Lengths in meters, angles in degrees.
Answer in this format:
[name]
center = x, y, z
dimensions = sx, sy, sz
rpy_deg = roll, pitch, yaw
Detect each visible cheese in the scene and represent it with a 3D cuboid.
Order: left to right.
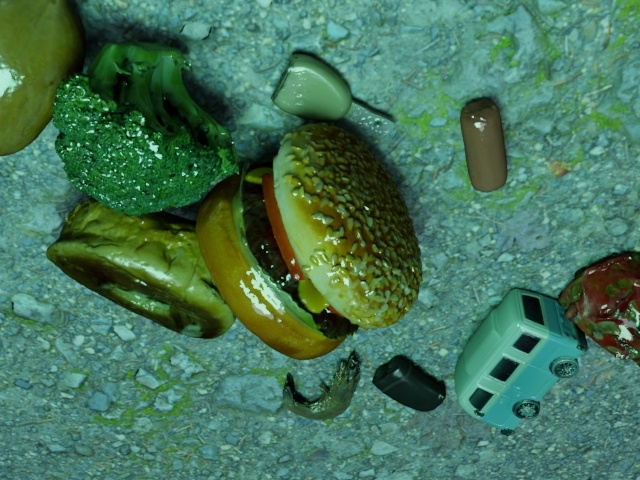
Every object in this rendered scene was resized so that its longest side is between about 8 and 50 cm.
[cheese]
center = 0.024, -0.206, 1.164
dimensions = 0.192, 0.037, 0.097
rpy_deg = 24, 128, -16

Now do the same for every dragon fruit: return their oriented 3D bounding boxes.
[dragon fruit]
center = 0.575, 0.132, 1.325
dimensions = 0.261, 0.212, 0.134
rpy_deg = 2, 137, -7

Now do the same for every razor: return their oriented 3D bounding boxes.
[razor]
center = 0.182, 0.297, 1.567
dimensions = 0.148, 0.054, 0.090
rpy_deg = 35, 127, -23

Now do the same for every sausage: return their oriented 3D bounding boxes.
[sausage]
center = 0.254, -0.142, 1.193
dimensions = 0.062, 0.062, 0.154
rpy_deg = -10, 128, 10

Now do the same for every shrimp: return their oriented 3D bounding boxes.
[shrimp]
center = 0.003, 0.294, 1.578
dimensions = 0.152, 0.046, 0.219
rpy_deg = 14, 129, -13

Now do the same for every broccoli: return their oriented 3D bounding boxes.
[broccoli]
center = -0.244, -0.157, 1.086
dimensions = 0.265, 0.294, 0.246
rpy_deg = 3, 101, 13

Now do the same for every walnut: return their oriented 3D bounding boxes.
[walnut]
center = -0.429, -0.239, 1.056
dimensions = 0.297, 0.203, 0.203
rpy_deg = -38, 119, 25

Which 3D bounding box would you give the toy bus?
[toy bus]
center = 0.358, 0.226, 1.453
dimensions = 0.164, 0.133, 0.271
rpy_deg = 22, 125, -9

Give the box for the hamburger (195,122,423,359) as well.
[hamburger]
center = 0.000, 0.000, 1.162
dimensions = 0.250, 0.330, 0.330
rpy_deg = -35, 121, 25

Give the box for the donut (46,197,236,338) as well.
[donut]
center = -0.267, 0.041, 1.261
dimensions = 0.329, 0.160, 0.330
rpy_deg = 22, 164, 7
